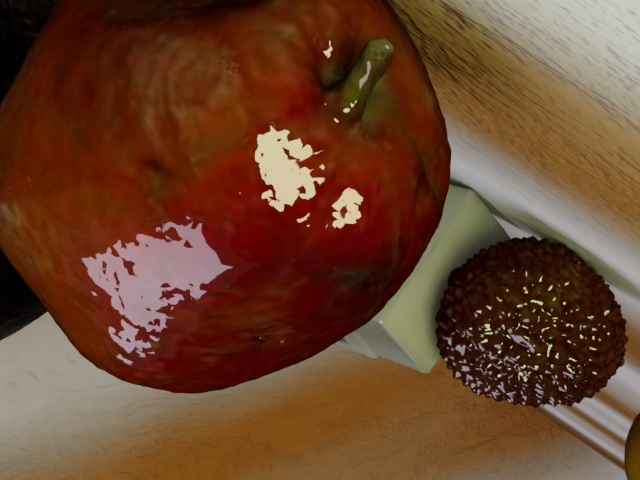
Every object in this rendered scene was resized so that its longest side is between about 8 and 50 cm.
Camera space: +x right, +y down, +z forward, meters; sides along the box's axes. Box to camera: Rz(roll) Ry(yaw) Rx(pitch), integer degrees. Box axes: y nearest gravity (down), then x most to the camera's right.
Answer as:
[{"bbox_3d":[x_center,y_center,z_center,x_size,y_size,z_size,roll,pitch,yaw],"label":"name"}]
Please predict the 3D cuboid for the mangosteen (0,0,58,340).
[{"bbox_3d":[-0.306,-0.063,1.213,0.382,0.435,0.382,25,-153,-13],"label":"mangosteen"}]

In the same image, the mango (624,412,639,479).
[{"bbox_3d":[0.311,0.187,1.534,0.138,0.113,0.253,52,179,5],"label":"mango"}]

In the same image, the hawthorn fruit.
[{"bbox_3d":[-0.039,-0.043,0.891,0.224,0.224,0.261,35,161,-18],"label":"hawthorn fruit"}]

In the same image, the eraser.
[{"bbox_3d":[0.000,0.000,1.429,0.279,0.124,0.081,17,154,46],"label":"eraser"}]

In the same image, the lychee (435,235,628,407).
[{"bbox_3d":[0.145,0.056,1.298,0.129,0.123,0.123,10,168,22],"label":"lychee"}]
